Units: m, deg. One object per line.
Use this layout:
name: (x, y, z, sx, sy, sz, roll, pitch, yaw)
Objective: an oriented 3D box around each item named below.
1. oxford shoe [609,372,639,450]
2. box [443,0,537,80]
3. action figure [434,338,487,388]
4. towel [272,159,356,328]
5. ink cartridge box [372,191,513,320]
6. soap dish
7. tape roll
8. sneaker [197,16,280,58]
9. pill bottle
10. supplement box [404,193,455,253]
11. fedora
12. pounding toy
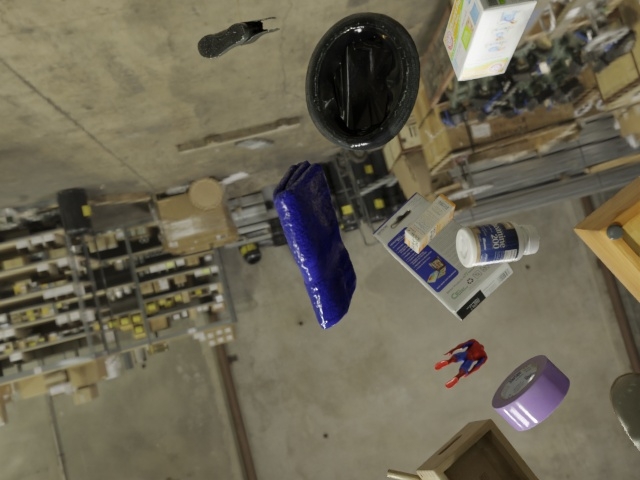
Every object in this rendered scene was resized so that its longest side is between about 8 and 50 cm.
oxford shoe: (0.405, 0.222, 0.681, 0.076, 0.212, 0.076, -46, -173, 13)
box: (0.320, -0.421, 1.146, 0.103, 0.114, 0.203, -11, 158, -5)
action figure: (0.174, 0.145, 0.717, 0.115, 0.038, 0.030, -13, 153, -52)
towel: (0.000, 0.000, 1.234, 0.076, 0.308, 0.227, -15, -159, 15)
ink cartridge box: (0.303, 0.029, 1.532, 0.176, 0.371, 0.069, -44, 135, 1)
soap dish: (0.595, 0.016, 0.934, 0.229, 0.291, 0.118, -41, 167, 14)
tape roll: (0.531, 0.385, 1.502, 0.189, 0.080, 0.189, -44, 175, -5)
sneaker: (-0.178, -0.436, 1.270, 0.170, 0.051, 0.089, -10, -164, 37)
pill bottle: (0.288, 0.004, 0.961, 0.120, 0.067, 0.067, -7, 174, -9)
supplement box: (0.198, -0.029, 1.072, 0.098, 0.036, 0.062, -45, 160, -8)
fedora: (0.121, -0.397, 1.509, 0.334, 0.334, 0.152, -17, 180, 25)
pounding toy: (0.193, 0.327, 0.809, 0.141, 0.130, 0.100, -33, 168, -20)
